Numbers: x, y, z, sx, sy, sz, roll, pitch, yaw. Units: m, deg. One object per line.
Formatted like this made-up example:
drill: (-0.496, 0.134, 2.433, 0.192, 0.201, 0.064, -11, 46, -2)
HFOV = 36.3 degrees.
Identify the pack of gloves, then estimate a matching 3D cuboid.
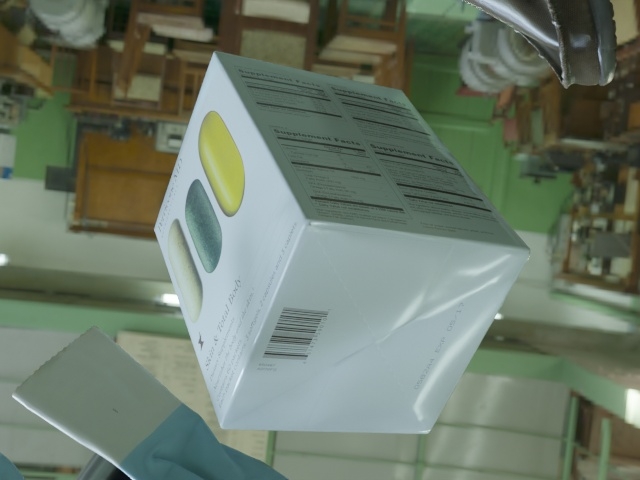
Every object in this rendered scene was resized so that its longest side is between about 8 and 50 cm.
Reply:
pack of gloves: (-0.134, 0.188, 0.647, 0.232, 0.046, 0.195, 34, -133, 14)

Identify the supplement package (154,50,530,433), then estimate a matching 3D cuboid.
supplement package: (0.000, 0.000, 0.831, 0.198, 0.199, 0.263, 7, -147, -27)

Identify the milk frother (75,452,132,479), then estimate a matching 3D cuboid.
milk frother: (-0.135, 0.230, 0.795, 0.143, 0.135, 0.129, 45, 136, -13)

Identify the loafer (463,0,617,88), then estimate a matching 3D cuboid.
loafer: (0.177, -0.275, 1.006, 0.130, 0.366, 0.134, -27, 144, 0)
